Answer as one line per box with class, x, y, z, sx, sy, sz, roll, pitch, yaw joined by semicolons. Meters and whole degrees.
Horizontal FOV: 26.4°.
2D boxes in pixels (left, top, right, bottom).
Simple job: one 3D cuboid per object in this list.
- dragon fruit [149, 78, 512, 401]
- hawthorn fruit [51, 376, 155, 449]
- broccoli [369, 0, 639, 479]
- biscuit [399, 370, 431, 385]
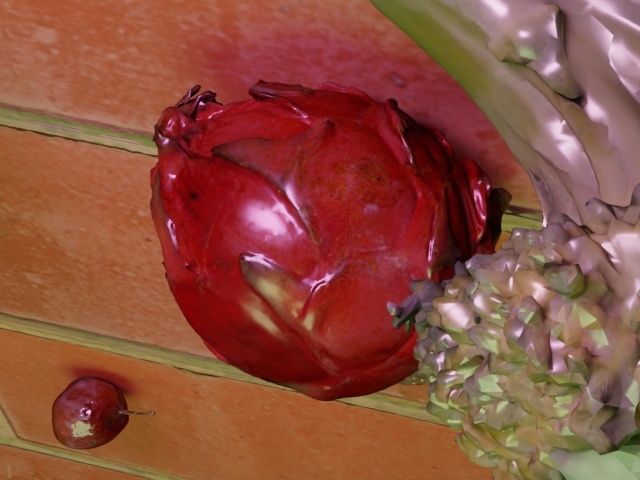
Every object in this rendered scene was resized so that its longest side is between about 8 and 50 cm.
dragon fruit;0.000;0.000;0.752;0.210;0.172;0.172;17;152;-8
hawthorn fruit;-0.195;0.156;1.230;0.103;0.066;0.067;-5;145;37
broccoli;0.152;-0.016;0.530;0.302;0.249;0.375;29;134;-8
biscuit;0.048;0.079;1.022;0.120;0.015;0.120;13;151;8
